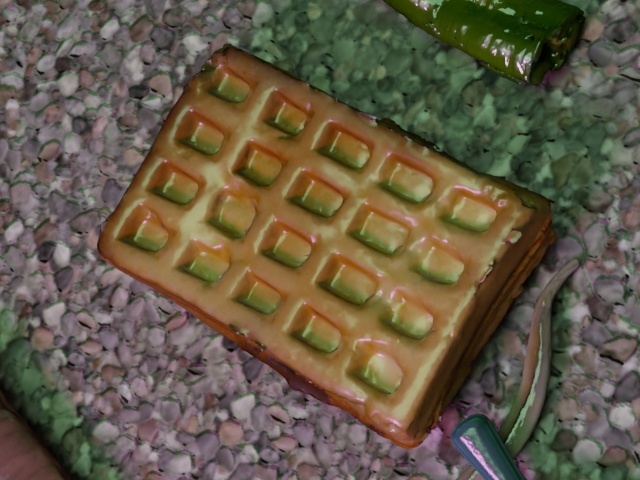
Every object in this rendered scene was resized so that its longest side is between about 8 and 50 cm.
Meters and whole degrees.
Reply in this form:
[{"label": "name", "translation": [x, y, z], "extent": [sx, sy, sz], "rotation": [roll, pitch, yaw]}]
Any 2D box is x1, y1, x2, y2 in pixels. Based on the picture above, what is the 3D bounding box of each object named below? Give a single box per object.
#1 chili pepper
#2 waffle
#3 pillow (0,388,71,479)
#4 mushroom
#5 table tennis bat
[{"label": "chili pepper", "translation": [0.048, -0.234, 1.347], "extent": [0.359, 0.076, 0.085], "rotation": [31, 70, 20]}, {"label": "waffle", "translation": [0.000, 0.000, 1.290], "extent": [0.327, 0.098, 0.224], "rotation": [29, 89, 26]}, {"label": "pillow", "translation": [-0.313, 0.234, 1.365], "extent": [0.236, 0.084, 0.223], "rotation": [-46, 66, 4]}, {"label": "mushroom", "translation": [0.117, 0.148, 1.255], "extent": [0.068, 0.043, 0.306], "rotation": [42, 93, -2]}, {"label": "table tennis bat", "translation": [0.164, 0.215, 1.207], "extent": [0.124, 0.033, 0.201], "rotation": [-36, 82, 6]}]
